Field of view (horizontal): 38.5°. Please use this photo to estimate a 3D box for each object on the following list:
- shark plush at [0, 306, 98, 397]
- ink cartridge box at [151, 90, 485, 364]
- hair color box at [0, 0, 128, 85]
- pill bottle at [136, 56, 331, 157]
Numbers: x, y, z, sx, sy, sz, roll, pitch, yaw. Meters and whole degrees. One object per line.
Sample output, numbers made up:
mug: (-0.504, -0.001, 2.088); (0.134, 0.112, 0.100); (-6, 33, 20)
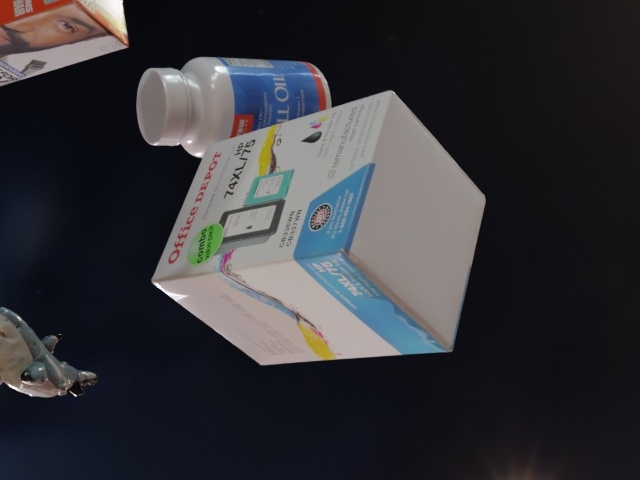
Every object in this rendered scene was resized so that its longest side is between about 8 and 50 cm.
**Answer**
shark plush: (-0.266, 0.120, 0.909); (0.161, 0.073, 0.067); (30, -123, -49)
ink cartridge box: (0.000, 0.000, 0.993); (0.197, 0.270, 0.198); (42, -128, -36)
hair color box: (-0.257, -0.177, 0.764); (0.093, 0.167, 0.053); (35, -138, -70)
pill bottle: (-0.108, -0.164, 1.138); (0.221, 0.124, 0.124); (-6, -60, -33)
